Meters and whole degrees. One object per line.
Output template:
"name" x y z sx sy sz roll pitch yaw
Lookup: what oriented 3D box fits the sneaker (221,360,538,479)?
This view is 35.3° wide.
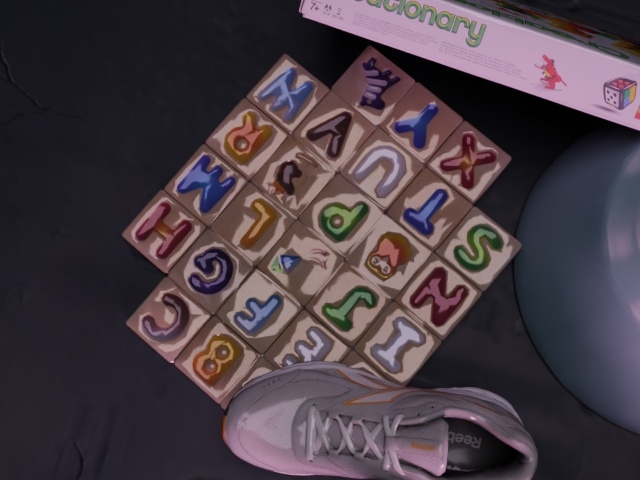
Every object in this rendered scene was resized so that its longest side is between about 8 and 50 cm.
"sneaker" 0.052 0.154 0.815 0.262 0.121 0.099 3 88 -6

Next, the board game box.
"board game box" 0.147 -0.182 0.877 0.305 0.193 0.053 19 112 3

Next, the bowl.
"bowl" 0.332 0.013 0.847 0.311 0.163 0.312 0 78 0

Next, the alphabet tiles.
"alphabet tiles" 0.000 0.000 0.908 0.285 0.011 0.342 40 84 7
